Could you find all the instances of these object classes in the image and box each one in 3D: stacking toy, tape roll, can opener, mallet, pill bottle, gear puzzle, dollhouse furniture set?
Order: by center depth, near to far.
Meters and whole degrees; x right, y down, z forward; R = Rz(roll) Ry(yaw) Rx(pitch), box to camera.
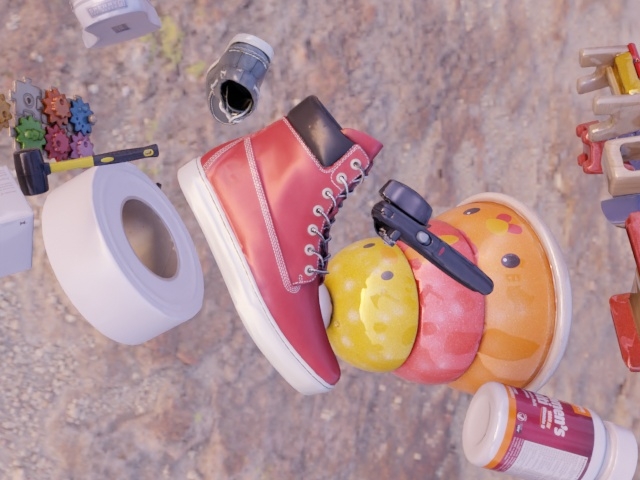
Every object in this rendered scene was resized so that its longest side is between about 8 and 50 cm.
[{"bbox_3d":[0.135,0.007,1.108,0.186,0.059,0.073,40,93,-11],"label":"can opener"},{"bbox_3d":[0.426,-0.048,1.150,0.201,0.152,0.374,75,10,-56],"label":"dollhouse furniture set"},{"bbox_3d":[-0.311,-0.096,1.245,0.189,0.039,0.062,-4,107,-17],"label":"mallet"},{"bbox_3d":[0.323,0.283,1.310,0.221,0.121,0.121,17,77,-10],"label":"pill bottle"},{"bbox_3d":[0.115,0.103,1.444,0.479,0.350,0.351,-3,94,-30],"label":"stacking toy"},{"bbox_3d":[-0.304,0.016,1.461,0.286,0.100,0.286,53,20,-28],"label":"tape roll"},{"bbox_3d":[-0.600,-0.264,2.011,0.339,0.044,0.176,13,72,-62],"label":"gear puzzle"}]

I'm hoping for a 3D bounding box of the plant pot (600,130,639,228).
[{"bbox_3d":[0.586,-0.107,1.477,0.236,0.235,0.212,87,17,-89],"label":"plant pot"}]

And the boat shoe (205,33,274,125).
[{"bbox_3d":[-0.172,-0.284,1.789,0.116,0.319,0.099,22,70,-10],"label":"boat shoe"}]

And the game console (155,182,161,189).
[{"bbox_3d":[-0.347,-0.028,1.908,0.144,0.085,0.124,-53,168,-53],"label":"game console"}]

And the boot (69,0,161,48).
[{"bbox_3d":[-0.236,-0.287,1.019,0.095,0.258,0.123,-18,97,-10],"label":"boot"}]

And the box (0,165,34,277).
[{"bbox_3d":[-0.395,-0.014,1.074,0.102,0.087,0.101,-19,147,-33],"label":"box"}]

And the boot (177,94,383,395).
[{"bbox_3d":[0.000,0.000,0.826,0.244,0.176,0.088,63,8,8],"label":"boot"}]
